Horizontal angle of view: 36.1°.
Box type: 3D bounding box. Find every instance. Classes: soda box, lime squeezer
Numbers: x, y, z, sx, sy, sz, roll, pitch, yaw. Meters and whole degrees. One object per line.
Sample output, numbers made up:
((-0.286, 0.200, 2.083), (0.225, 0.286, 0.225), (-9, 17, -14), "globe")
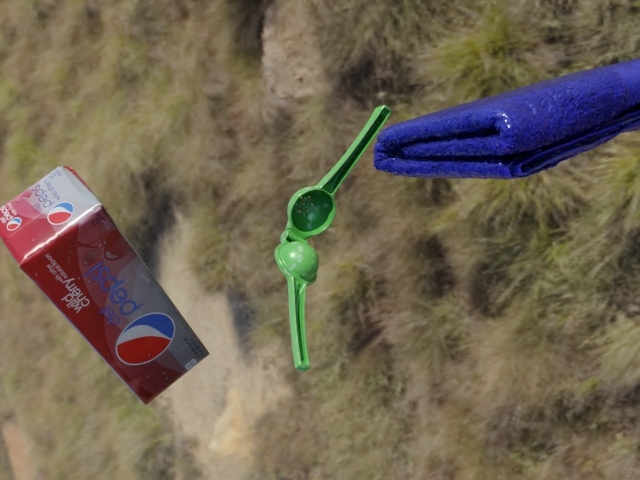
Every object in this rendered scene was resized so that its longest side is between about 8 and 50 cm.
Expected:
((-0.210, 0.050, 0.966), (0.083, 0.092, 0.263), (44, 166, 40), "soda box")
((0.000, 0.000, 1.081), (0.110, 0.059, 0.310), (2, 64, 39), "lime squeezer")

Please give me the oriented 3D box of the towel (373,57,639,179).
((0.232, -0.122, 0.999), (0.227, 0.308, 0.076), (-4, 103, 61), "towel")
